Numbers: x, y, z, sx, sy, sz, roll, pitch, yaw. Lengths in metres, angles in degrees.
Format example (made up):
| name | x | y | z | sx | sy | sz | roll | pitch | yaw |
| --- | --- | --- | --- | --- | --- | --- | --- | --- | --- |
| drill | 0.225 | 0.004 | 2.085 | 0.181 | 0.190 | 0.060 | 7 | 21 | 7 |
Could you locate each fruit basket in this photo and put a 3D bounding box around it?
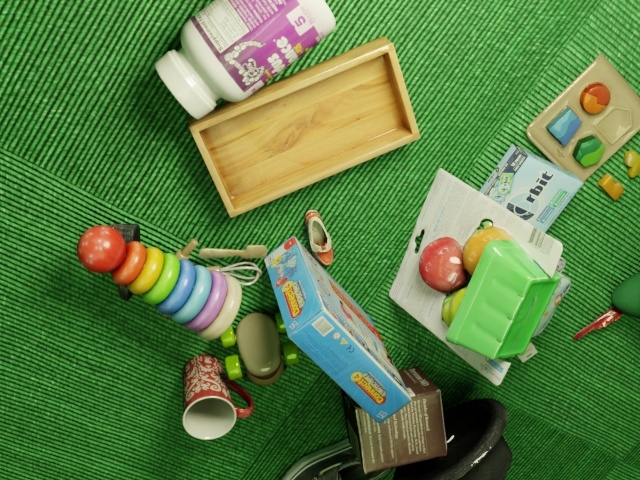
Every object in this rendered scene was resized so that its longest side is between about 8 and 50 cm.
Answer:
| name | x | y | z | sx | sy | sz | roll | pitch | yaw |
| --- | --- | --- | --- | --- | --- | --- | --- | --- | --- |
| fruit basket | 0.312 | 0.068 | 1.564 | 0.165 | 0.353 | 0.327 | 4 | 116 | -35 |

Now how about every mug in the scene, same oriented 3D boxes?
| name | x | y | z | sx | sy | sz | roll | pitch | yaw |
| --- | --- | --- | --- | --- | --- | --- | --- | --- | --- |
| mug | -0.237 | 0.343 | 1.650 | 0.150 | 0.169 | 0.113 | 36 | 103 | -27 |

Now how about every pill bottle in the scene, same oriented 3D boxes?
| name | x | y | z | sx | sy | sz | roll | pitch | yaw |
| --- | --- | --- | --- | --- | --- | --- | --- | --- | --- |
| pill bottle | -0.136 | -0.351 | 1.323 | 0.301 | 0.169 | 0.169 | -37 | 119 | 6 |

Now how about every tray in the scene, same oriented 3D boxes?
| name | x | y | z | sx | sy | sz | roll | pitch | yaw |
| --- | --- | --- | --- | --- | --- | --- | --- | --- | --- |
| tray | -0.029 | -0.221 | 1.473 | 0.410 | 0.076 | 0.203 | -23 | 120 | -1 |

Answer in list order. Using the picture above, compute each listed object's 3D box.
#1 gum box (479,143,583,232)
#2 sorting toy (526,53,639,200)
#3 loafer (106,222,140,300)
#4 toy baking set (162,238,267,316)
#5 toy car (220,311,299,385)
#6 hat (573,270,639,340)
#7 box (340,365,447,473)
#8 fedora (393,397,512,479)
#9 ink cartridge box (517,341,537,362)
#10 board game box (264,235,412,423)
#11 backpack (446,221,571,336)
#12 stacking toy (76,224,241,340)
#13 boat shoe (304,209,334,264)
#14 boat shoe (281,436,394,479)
| name | x | y | z | sx | sy | sz | roll | pitch | yaw |
| --- | --- | --- | --- | --- | --- | --- | --- | --- | --- |
| gum box | 0.455 | -0.107 | 1.658 | 0.184 | 0.041 | 0.157 | 21 | 118 | -21 |
| sorting toy | 0.621 | -0.226 | 1.653 | 0.307 | 0.041 | 0.229 | 36 | 103 | -27 |
| loafer | -0.401 | 0.042 | 1.525 | 0.061 | 0.062 | 0.170 | 9 | 110 | 4 |
| toy baking set | -0.237 | 0.077 | 1.597 | 0.196 | 0.030 | 0.256 | 26 | 114 | -31 |
| toy car | -0.129 | 0.262 | 1.685 | 0.154 | 0.149 | 0.188 | -13 | 147 | -5 |
| hat | 0.737 | 0.132 | 1.876 | 0.209 | 0.183 | 0.173 | -55 | 134 | -32 |
| box | 0.169 | 0.417 | 1.773 | 0.203 | 0.168 | 0.167 | -11 | 101 | -9 |
| fedora | 0.339 | 0.537 | 1.807 | 0.334 | 0.334 | 0.153 | -38 | 99 | 6 |
| ink cartridge box | 0.499 | 0.259 | 1.876 | 0.048 | 0.028 | 0.083 | -36 | 119 | 6 |
| board game box | 0.030 | 0.178 | 1.559 | 0.086 | 0.302 | 0.308 | -38 | 118 | 7 |
| backpack | 0.416 | 0.115 | 1.697 | 0.225 | 0.191 | 0.254 | 14 | 117 | -29 |
| stacking toy | -0.321 | 0.072 | 1.467 | 0.330 | 0.141 | 0.141 | 30 | 106 | -29 |
| boat shoe | 0.000 | 0.000 | 1.609 | 0.049 | 0.043 | 0.137 | -21 | 121 | -5 |
| boat shoe | 0.039 | 0.583 | 1.870 | 0.335 | 0.119 | 0.121 | -34 | 119 | 4 |
